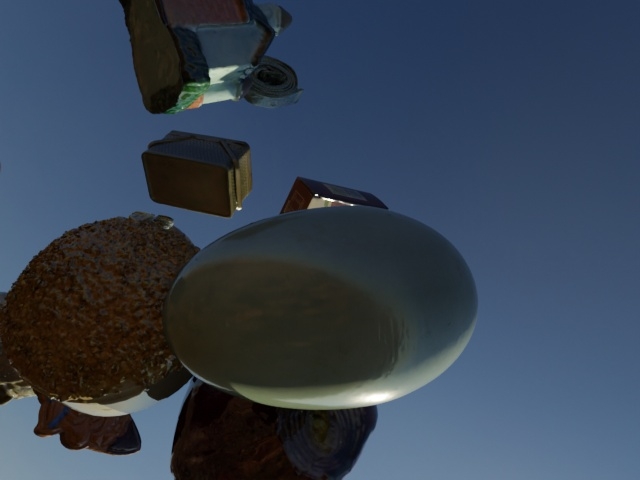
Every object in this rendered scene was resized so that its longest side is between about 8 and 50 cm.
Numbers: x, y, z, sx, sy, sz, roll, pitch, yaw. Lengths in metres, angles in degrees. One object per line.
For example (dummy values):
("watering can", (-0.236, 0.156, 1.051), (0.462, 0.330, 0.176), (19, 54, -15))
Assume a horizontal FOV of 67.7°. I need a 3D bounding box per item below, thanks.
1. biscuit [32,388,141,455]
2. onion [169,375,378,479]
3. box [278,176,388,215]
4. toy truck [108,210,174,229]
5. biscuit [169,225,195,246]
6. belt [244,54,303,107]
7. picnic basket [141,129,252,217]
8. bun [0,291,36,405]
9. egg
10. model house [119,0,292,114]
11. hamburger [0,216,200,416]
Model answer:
("biscuit", (-0.456, 0.330, 0.934), (0.043, 0.183, 0.280), (-33, -72, 27))
("onion", (-0.087, 0.275, 0.735), (0.260, 0.337, 0.282), (51, -34, 2))
("box", (0.000, 0.000, 1.633), (0.122, 0.344, 0.385), (49, -60, 41))
("toy truck", (-0.489, -0.004, 1.232), (0.157, 0.272, 0.124), (18, -77, -8))
("biscuit", (-0.619, 0.121, 1.600), (0.104, 0.429, 0.446), (45, -12, 25))
("belt", (-0.149, -0.453, 1.357), (0.147, 0.163, 0.082), (64, -28, 4))
("picnic basket", (-0.320, -0.176, 1.259), (0.267, 0.139, 0.165), (11, -51, 11))
("bun", (-0.715, 0.257, 1.081), (0.282, 0.205, 0.281), (1, -63, 2))
("egg", (0.013, 0.073, 0.546), (0.230, 0.371, 0.230), (-3, -94, 64))
("model house", (-0.183, -0.374, 0.861), (0.184, 0.291, 0.253), (-10, -84, 59))
("hamburger", (-0.287, 0.096, 0.663), (0.294, 0.276, 0.179), (13, -39, 15))
